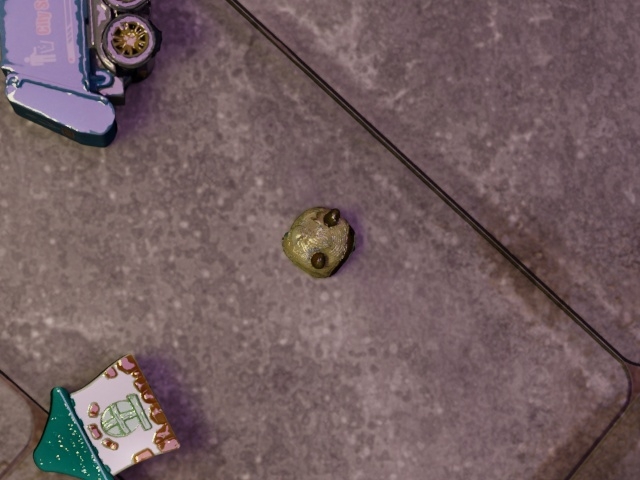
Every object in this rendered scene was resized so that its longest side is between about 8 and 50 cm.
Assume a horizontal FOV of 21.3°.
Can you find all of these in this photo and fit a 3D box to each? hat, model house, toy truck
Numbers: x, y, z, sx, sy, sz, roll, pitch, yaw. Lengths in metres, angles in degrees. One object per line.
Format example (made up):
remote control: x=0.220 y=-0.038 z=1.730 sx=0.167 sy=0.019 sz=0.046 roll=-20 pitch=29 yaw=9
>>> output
hat: x=0.001 y=0.000 z=1.954 sx=0.076 sy=0.059 sz=0.077 roll=38 pitch=83 yaw=-1
model house: x=-0.246 y=0.209 z=1.864 sx=0.149 sy=0.100 sz=0.127 roll=-28 pitch=90 yaw=-11
toy truck: x=-0.269 y=-0.290 z=1.886 sx=0.175 sy=0.146 sz=0.367 roll=-3 pitch=85 yaw=-7
